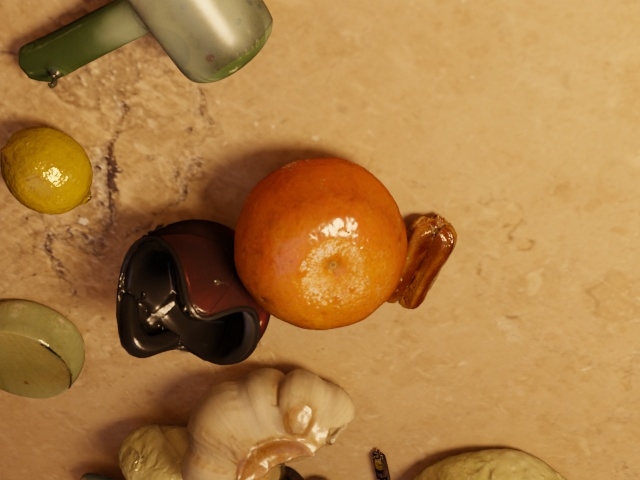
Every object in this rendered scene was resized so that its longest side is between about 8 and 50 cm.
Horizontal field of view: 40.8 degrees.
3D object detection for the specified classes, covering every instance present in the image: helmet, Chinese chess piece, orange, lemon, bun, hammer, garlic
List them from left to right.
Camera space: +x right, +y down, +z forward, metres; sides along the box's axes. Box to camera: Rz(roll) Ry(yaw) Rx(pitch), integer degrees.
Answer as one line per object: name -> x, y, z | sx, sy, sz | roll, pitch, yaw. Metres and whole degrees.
Chinese chess piece -> -0.482, 0.179, 1.412 | 0.188, 0.083, 0.188 | 4, 133, 5
lemon -> -0.352, -0.089, 1.112 | 0.109, 0.109, 0.133 | -27, 132, 32
hammer -> -0.227, -0.240, 0.953 | 0.335, 0.119, 0.206 | -15, 125, 33
bun -> -0.242, 0.414, 1.511 | 0.244, 0.153, 0.244 | 42, 162, 17
helmet -> -0.165, 0.071, 1.156 | 0.216, 0.193, 0.189 | 47, 132, -13
garlic -> -0.100, 0.290, 1.361 | 0.281, 0.203, 0.185 | -42, 90, 0
orange -> 0.000, 0.000, 1.070 | 0.224, 0.170, 0.224 | -7, 120, -12
bun -> 0.302, 0.522, 1.445 | 0.348, 0.227, 0.353 | 13, 132, 4

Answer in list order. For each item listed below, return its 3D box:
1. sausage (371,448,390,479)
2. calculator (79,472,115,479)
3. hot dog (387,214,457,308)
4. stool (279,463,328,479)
sausage -> 0.114, 0.437, 1.548 | 0.028, 0.025, 0.198 | -1, 131, 10
calculator -> -0.361, 0.509, 1.635 | 0.302, 0.042, 0.188 | -6, 132, 52
hot dog -> 0.129, 0.029, 1.153 | 0.071, 0.045, 0.165 | 20, 133, -3
stool -> -0.052, 0.464, 1.548 | 0.217, 0.125, 0.121 | 0, 131, 1
